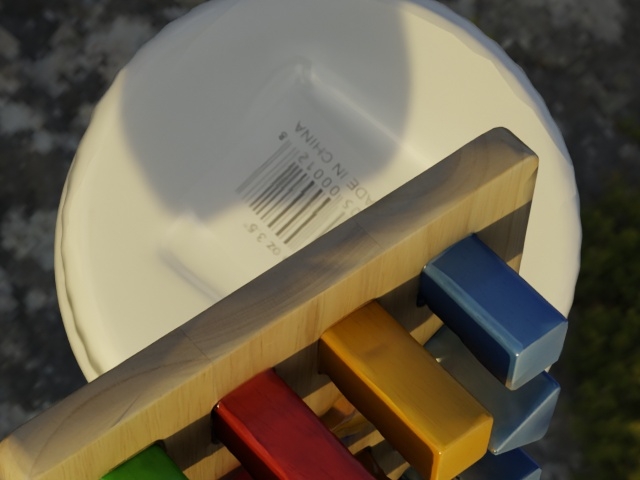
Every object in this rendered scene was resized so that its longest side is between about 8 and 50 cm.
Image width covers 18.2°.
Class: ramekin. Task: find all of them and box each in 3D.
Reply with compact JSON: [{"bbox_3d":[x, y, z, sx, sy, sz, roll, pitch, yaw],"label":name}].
[{"bbox_3d":[0.000,0.000,0.999,0.277,0.135,0.277,0,84,-2],"label":"ramekin"}]

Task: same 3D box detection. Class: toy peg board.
[{"bbox_3d":[0.008,0.080,0.533,0.161,0.161,0.079,-32,60,-24],"label":"toy peg board"}]
